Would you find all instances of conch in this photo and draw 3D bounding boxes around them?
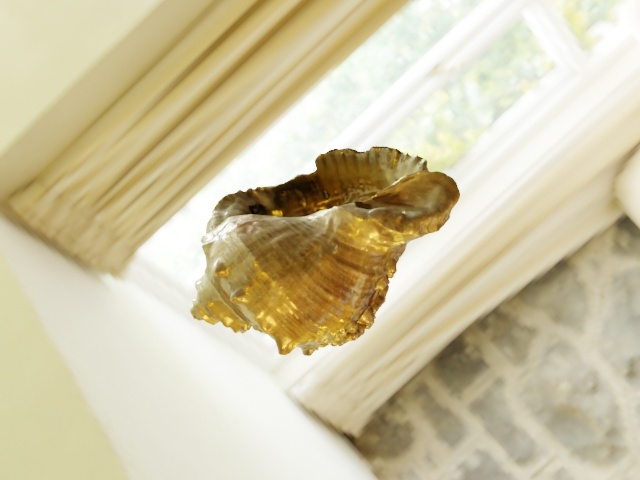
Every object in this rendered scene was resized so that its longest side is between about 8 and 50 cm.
[{"bbox_3d":[0.000,0.000,1.138,0.178,0.245,0.163,64,-175,30],"label":"conch"}]
